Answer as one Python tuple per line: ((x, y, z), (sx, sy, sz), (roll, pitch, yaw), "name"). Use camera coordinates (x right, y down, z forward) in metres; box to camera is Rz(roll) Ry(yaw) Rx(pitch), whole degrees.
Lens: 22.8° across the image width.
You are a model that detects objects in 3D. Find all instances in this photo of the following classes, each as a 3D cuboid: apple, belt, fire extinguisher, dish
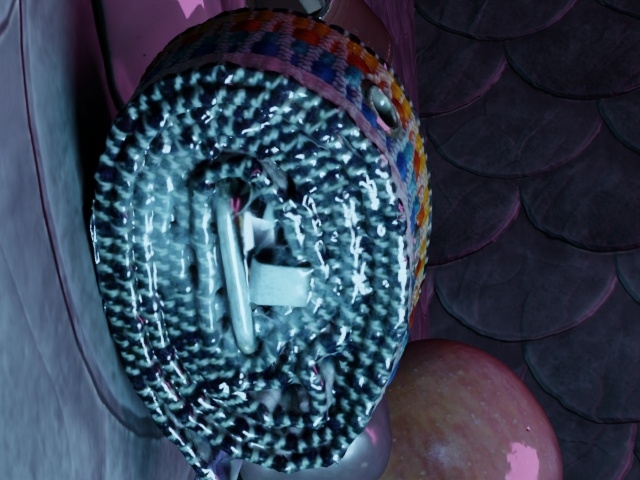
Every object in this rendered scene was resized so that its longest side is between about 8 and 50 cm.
((0.099, 0.224, 1.578), (0.235, 0.305, 0.306), (62, 5, 9), "apple")
((-0.030, 0.000, 1.029), (0.160, 0.206, 0.295), (-75, 156, -62), "belt")
((-0.001, -0.219, 1.741), (0.344, 0.138, 0.102), (32, 48, -71), "fire extinguisher")
((-0.099, -0.196, 1.125), (0.224, 0.078, 0.246), (73, 14, -52), "dish")

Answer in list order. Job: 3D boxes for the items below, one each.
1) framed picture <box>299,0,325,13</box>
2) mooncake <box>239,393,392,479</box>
((-0.082, -0.319, 1.226), (0.247, 0.022, 0.335), (64, 6, 7), "framed picture")
((-0.015, 0.110, 1.377), (0.245, 0.133, 0.245), (-10, 90, -88), "mooncake")
